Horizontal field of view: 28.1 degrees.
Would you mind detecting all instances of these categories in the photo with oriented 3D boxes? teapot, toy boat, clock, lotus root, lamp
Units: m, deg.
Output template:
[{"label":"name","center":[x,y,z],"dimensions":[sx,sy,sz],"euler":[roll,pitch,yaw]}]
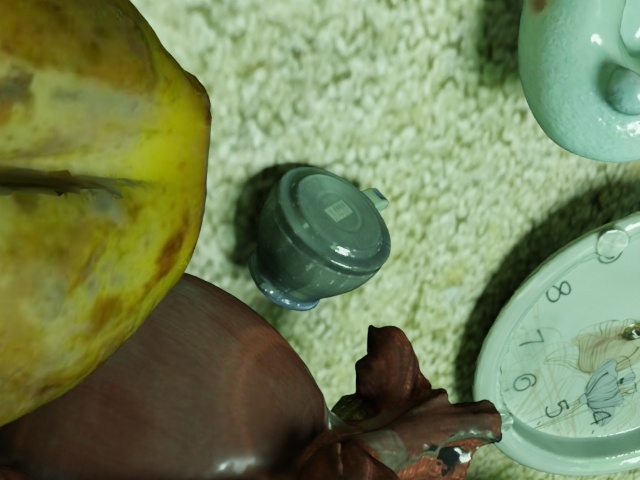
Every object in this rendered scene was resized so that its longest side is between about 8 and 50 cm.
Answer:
[{"label":"teapot","center":[0.000,0.000,0.639],"dimensions":[0.057,0.066,0.088],"euler":[-48,170,35]},{"label":"toy boat","center":[0.181,-0.130,0.626],"dimensions":[0.134,0.079,0.208],"euler":[38,93,-16]},{"label":"clock","center":[0.206,0.061,0.848],"dimensions":[0.236,0.053,0.236],"euler":[-9,128,-12]},{"label":"lotus root","center":[-0.157,-0.022,0.376],"dimensions":[0.291,0.193,0.193],"euler":[5,119,-44]},{"label":"lamp","center":[-0.053,0.096,0.580],"dimensions":[0.151,0.223,0.215],"euler":[-59,173,25]}]
